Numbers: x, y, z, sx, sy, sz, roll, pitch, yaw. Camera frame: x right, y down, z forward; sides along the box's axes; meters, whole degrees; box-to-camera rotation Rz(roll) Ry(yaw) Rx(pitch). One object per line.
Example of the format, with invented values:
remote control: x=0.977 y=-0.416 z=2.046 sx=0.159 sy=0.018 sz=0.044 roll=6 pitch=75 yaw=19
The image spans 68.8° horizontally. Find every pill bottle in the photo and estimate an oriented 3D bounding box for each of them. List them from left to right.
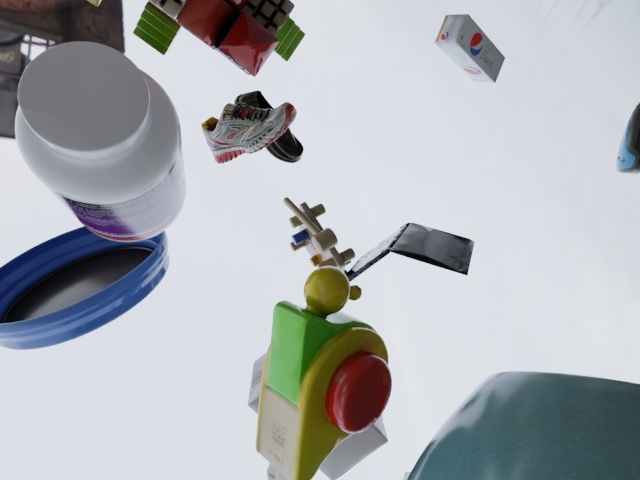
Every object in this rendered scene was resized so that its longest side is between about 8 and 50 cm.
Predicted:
pill bottle: x=-0.277 y=-0.114 z=0.628 sx=0.181 sy=0.323 sz=0.182 roll=3 pitch=-103 yaw=-14

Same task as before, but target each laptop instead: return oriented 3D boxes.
laptop: x=0.190 y=0.056 z=1.055 sx=0.137 sy=0.264 sz=0.234 roll=51 pitch=-153 yaw=1

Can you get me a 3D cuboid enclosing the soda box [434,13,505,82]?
soda box: x=0.376 y=-0.473 z=1.166 sx=0.216 sy=0.069 sz=0.074 roll=16 pitch=-82 yaw=-46

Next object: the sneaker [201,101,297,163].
sneaker: x=-0.141 y=-0.211 z=0.862 sx=0.093 sy=0.225 sz=0.088 roll=60 pitch=-139 yaw=-25

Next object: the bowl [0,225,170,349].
bowl: x=-0.502 y=0.075 z=0.972 sx=0.391 sy=0.391 sz=0.077 roll=-42 pitch=-50 yaw=-41

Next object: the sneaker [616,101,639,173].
sneaker: x=0.692 y=-0.217 z=0.898 sx=0.340 sy=0.139 sz=0.125 roll=-32 pitch=-46 yaw=-27

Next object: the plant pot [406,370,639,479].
plant pot: x=0.182 y=0.202 z=0.323 sx=0.290 sy=0.290 sz=0.196 roll=22 pitch=-113 yaw=-27

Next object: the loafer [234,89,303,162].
loafer: x=-0.114 y=-0.278 z=1.151 sx=0.220 sy=0.078 sz=0.080 roll=41 pitch=-131 yaw=-29

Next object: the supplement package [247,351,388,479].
supplement package: x=-0.006 y=0.380 z=1.114 sx=0.293 sy=0.175 sz=0.177 roll=48 pitch=-171 yaw=-15

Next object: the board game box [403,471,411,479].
board game box: x=0.261 y=0.415 z=0.778 sx=0.165 sy=0.243 sz=0.042 roll=57 pitch=-152 yaw=-67

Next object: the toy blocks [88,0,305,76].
toy blocks: x=-0.168 y=-0.307 z=0.500 sx=0.381 sy=0.191 sz=0.261 roll=32 pitch=-169 yaw=-24

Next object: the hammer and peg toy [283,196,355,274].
hammer and peg toy: x=0.000 y=0.000 z=1.506 sx=0.127 sy=0.361 sz=0.266 roll=-27 pitch=-112 yaw=-15

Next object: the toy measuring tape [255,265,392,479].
toy measuring tape: x=0.001 y=0.183 z=0.444 sx=0.121 sy=0.121 sz=0.330 roll=-3 pitch=-76 yaw=-37
